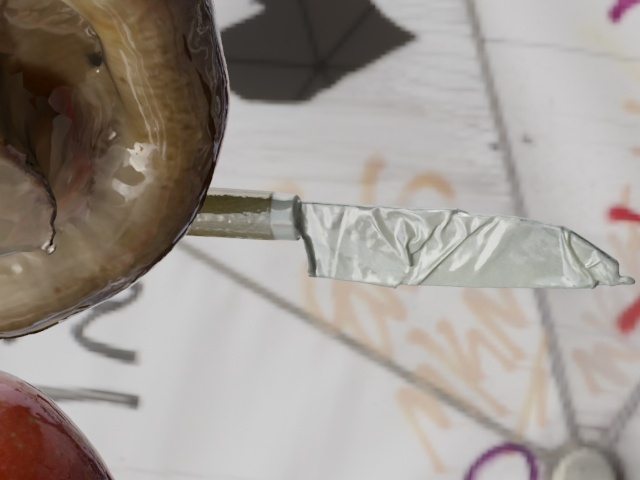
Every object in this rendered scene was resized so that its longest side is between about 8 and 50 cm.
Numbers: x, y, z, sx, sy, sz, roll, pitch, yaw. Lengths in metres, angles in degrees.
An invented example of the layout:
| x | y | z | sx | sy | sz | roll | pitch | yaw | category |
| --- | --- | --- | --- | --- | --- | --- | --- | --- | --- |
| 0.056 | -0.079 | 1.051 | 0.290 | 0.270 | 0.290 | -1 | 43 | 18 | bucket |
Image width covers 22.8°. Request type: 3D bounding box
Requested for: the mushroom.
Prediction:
| x | y | z | sx | sy | sz | roll | pitch | yaw | category |
| --- | --- | --- | --- | --- | --- | --- | --- | --- | --- |
| -0.170 | -0.064 | 0.652 | 0.146 | 0.278 | 0.278 | -107 | -10 | -45 | mushroom |

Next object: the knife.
| x | y | z | sx | sy | sz | roll | pitch | yaw | category |
| --- | --- | --- | --- | --- | --- | --- | --- | --- | --- |
| 0.001 | -0.001 | 0.755 | 0.017 | 0.298 | 0.047 | -44 | -46 | -62 | knife |

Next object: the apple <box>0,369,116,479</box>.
| x | y | z | sx | sy | sz | roll | pitch | yaw | category |
| --- | --- | --- | --- | --- | --- | --- | --- | --- | --- |
| -0.261 | 0.218 | 1.106 | 0.216 | 0.260 | 0.260 | -35 | -55 | -34 | apple |
